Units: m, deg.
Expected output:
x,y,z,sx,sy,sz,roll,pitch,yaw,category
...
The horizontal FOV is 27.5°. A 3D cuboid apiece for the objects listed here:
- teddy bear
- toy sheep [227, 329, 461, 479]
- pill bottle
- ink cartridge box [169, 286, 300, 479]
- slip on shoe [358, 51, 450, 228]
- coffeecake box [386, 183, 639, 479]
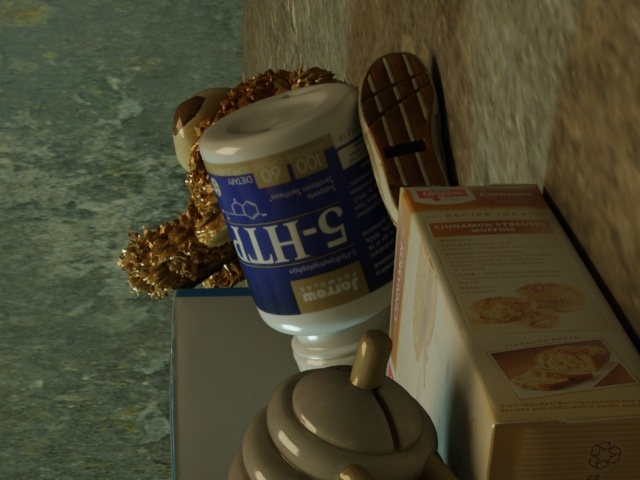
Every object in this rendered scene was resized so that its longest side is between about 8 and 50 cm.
x,y,z,sx,sy,sz,roll,pitch,yaw,category
-0.059,-0.050,1.080,0.113,0.245,0.338,54,-168,8,teddy bear
0.008,0.092,0.480,0.091,0.091,0.132,-105,30,-63,toy sheep
0.000,0.000,0.868,0.112,0.112,0.187,-112,3,-72,pill bottle
-0.042,0.150,1.103,0.233,0.171,0.168,109,158,-69,ink cartridge box
0.054,-0.055,0.803,0.041,0.051,0.135,82,175,-57,slip on shoe
0.075,0.079,0.544,0.185,0.068,0.142,-104,14,-61,coffeecake box
